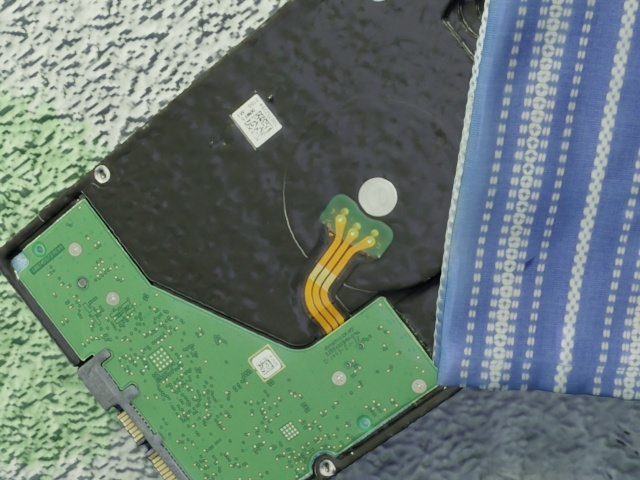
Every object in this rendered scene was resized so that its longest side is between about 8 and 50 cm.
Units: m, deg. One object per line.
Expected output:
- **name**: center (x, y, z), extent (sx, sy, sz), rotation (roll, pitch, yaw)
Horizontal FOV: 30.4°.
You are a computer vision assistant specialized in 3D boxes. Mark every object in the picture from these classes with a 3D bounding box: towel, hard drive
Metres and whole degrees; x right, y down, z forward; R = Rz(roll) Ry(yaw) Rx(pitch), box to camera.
- **towel**: center (0.235, -0.019, 0.591), extent (0.335, 0.040, 0.243), rotation (6, 108, -3)
- **hard drive**: center (0.000, 0.000, 0.695), extent (0.339, 0.064, 0.237), rotation (-38, 90, 17)
